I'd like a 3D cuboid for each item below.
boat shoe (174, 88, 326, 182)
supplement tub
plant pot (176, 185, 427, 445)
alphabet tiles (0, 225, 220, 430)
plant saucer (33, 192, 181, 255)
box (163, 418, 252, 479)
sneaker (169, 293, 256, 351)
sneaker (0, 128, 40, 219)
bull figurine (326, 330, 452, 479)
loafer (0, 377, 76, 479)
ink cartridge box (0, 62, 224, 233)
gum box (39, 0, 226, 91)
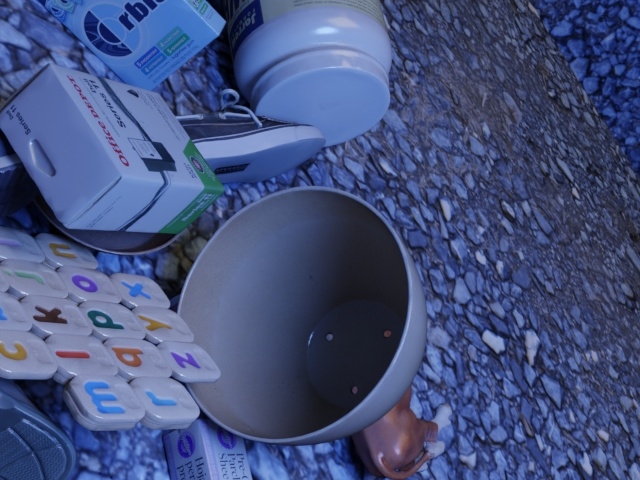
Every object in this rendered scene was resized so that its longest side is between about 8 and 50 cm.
[{"bbox_3d":[-0.123,-0.137,1.374,0.306,0.113,0.105,-16,71,-40],"label":"boat shoe"},{"bbox_3d":[-0.023,-0.327,1.536,0.235,0.235,0.324,19,50,-44],"label":"supplement tub"},{"bbox_3d":[0.006,0.106,1.161,0.191,0.284,0.284,39,35,-55],"label":"plant pot"},{"bbox_3d":[-0.239,0.084,1.027,0.278,0.021,0.284,11,31,-50],"label":"alphabet tiles"},{"bbox_3d":[-0.248,-0.057,1.180,0.199,0.036,0.198,19,46,-21],"label":"plant saucer"},{"bbox_3d":[-0.093,0.350,1.074,0.067,0.063,0.324,14,54,-49],"label":"box"},{"bbox_3d":[-0.123,0.108,1.234,0.134,0.051,0.070,26,40,-45],"label":"sneaker"},{"bbox_3d":[-0.417,-0.076,0.970,0.131,0.112,0.319,51,27,17],"label":"sneaker"},{"bbox_3d":[0.075,0.178,1.391,0.188,0.101,0.310,15,53,-49],"label":"bull figurine"},{"bbox_3d":[-0.337,0.131,0.929,0.267,0.096,0.084,47,-4,-21],"label":"loafer"},{"bbox_3d":[-0.216,-0.091,1.081,0.153,0.087,0.208,55,18,14],"label":"ink cartridge box"},{"bbox_3d":[-0.239,-0.292,1.299,0.184,0.157,0.041,43,36,-22],"label":"gum box"}]
